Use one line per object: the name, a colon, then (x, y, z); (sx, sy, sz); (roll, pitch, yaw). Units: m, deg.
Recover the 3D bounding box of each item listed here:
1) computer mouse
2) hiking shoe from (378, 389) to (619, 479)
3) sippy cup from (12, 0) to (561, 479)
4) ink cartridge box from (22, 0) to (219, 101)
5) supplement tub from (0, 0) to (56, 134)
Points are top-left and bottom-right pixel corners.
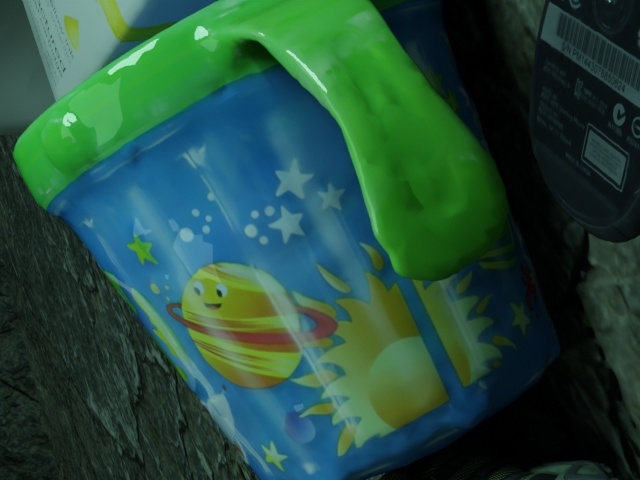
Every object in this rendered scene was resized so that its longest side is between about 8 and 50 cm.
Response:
computer mouse: (0.145, -0.109, 0.431); (0.184, 0.060, 0.262); (-134, 44, -59)
hiking shoe: (0.082, 0.145, 0.655); (0.227, 0.114, 0.086); (-120, 16, -79)
sippy cup: (0.000, 0.000, 0.690); (0.224, 0.240, 0.305); (61, -162, 1)
ink cartridge box: (-0.091, -0.254, 0.774); (0.385, 0.160, 0.279); (-19, 88, 70)
supplement tub: (-0.290, -0.278, 1.165); (0.241, 0.241, 0.331); (98, 149, -49)
